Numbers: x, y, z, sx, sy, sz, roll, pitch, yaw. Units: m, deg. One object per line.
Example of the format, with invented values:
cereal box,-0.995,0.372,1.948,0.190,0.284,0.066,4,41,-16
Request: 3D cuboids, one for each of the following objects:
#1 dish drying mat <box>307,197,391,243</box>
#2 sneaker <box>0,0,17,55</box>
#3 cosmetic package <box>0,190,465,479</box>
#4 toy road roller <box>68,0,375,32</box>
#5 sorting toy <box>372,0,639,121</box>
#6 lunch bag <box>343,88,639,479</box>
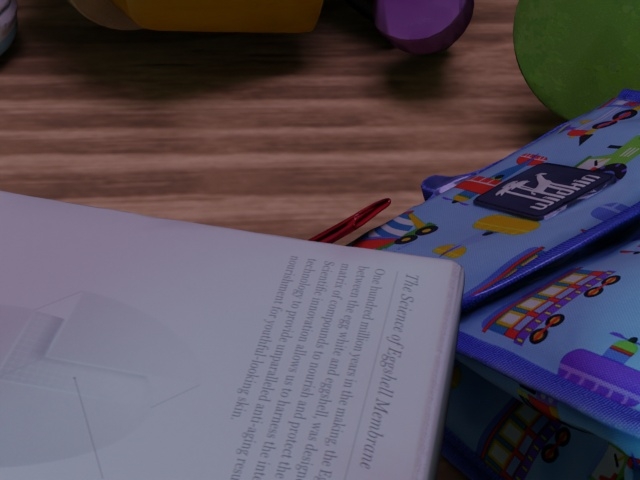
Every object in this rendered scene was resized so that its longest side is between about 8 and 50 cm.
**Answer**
dish drying mat,0.000,0.000,0.696,0.032,0.083,0.008,-35,93,-43
sneaker,-0.349,-0.217,0.834,0.319,0.208,0.127,2,38,-4
cosmetic package,-0.077,0.105,0.482,0.225,0.138,0.224,9,37,8
toy road roller,-0.038,-0.276,0.896,0.330,0.240,0.202,-9,37,-36
sorting toy,0.214,-0.113,0.864,0.366,0.127,0.126,12,-4,15
lunch bag,0.143,0.025,0.627,0.221,0.138,0.293,-31,32,-20
